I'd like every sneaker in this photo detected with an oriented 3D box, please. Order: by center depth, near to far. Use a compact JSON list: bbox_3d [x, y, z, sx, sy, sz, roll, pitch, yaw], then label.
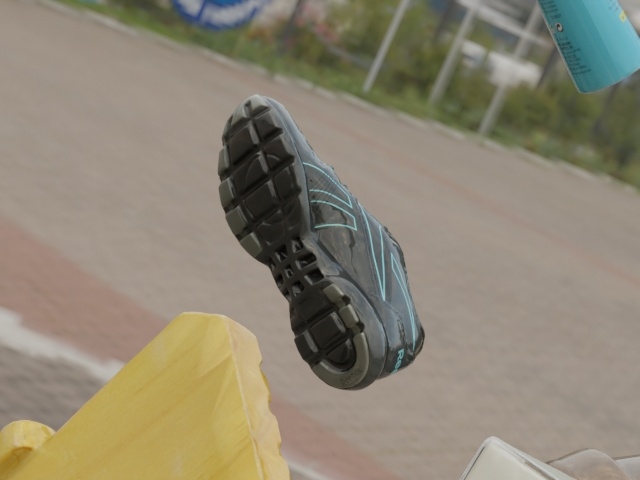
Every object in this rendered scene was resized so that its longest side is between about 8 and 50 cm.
[{"bbox_3d":[0.000,0.000,1.455,0.106,0.101,0.267,-9,71,-46],"label":"sneaker"}]

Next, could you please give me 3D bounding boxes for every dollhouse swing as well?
[{"bbox_3d":[-0.082,0.280,1.155,0.315,0.305,0.347,49,15,-38],"label":"dollhouse swing"}]

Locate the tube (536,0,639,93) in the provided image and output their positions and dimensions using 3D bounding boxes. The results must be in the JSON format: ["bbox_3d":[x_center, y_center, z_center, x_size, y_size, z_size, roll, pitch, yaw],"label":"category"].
[{"bbox_3d":[0.144,-0.196,1.131,0.207,0.052,0.080,59,3,-14],"label":"tube"}]

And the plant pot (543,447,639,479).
[{"bbox_3d":[0.363,0.304,1.696,0.229,0.263,0.263,-19,22,-12],"label":"plant pot"}]

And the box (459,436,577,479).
[{"bbox_3d":[0.204,0.274,1.385,0.121,0.148,0.311,32,2,35],"label":"box"}]
